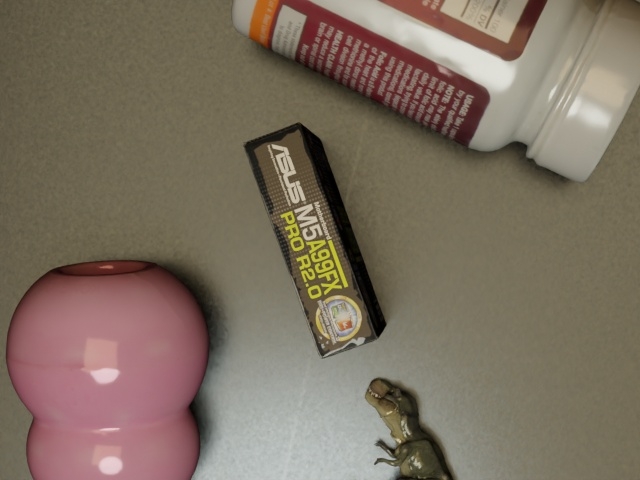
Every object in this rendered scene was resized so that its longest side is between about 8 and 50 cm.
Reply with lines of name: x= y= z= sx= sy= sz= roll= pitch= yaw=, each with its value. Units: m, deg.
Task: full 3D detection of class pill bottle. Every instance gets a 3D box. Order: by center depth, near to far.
pill bottle: x=0.130 y=-0.226 z=1.783 sx=0.392 sy=0.224 sz=0.224 roll=27 pitch=91 yaw=3

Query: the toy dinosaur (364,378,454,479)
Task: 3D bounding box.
toy dinosaur: x=0.101 y=0.279 z=1.865 sx=0.118 sy=0.064 sz=0.268 roll=-32 pitch=91 yaw=-4

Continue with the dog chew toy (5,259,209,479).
dog chew toy: x=-0.211 y=0.191 z=1.820 sx=0.207 sy=0.206 sz=0.332 roll=-2 pitch=98 yaw=3

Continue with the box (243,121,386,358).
box: x=0.000 y=0.000 z=1.766 sx=0.060 sy=0.270 sz=0.216 roll=-20 pitch=88 yaw=4
